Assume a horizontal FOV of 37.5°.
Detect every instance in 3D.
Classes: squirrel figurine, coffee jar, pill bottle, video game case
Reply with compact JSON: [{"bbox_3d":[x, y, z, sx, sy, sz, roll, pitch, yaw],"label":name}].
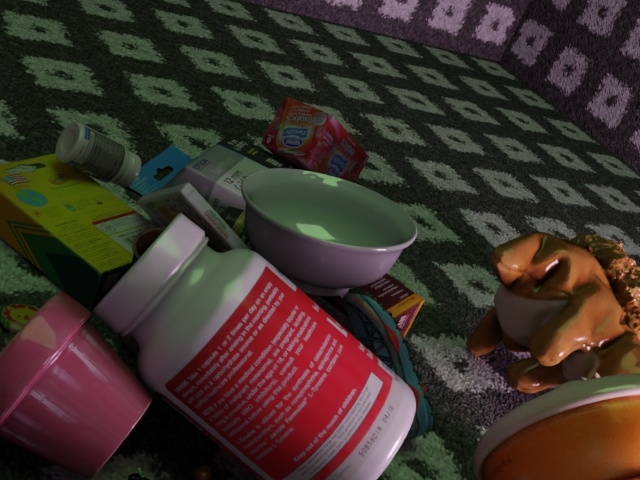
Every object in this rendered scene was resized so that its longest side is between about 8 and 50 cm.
[{"bbox_3d":[0.527,0.171,1.741,0.397,0.281,0.370,-19,48,-34],"label":"squirrel figurine"},{"bbox_3d":[-0.114,0.013,1.768,0.184,0.096,0.079,26,25,4],"label":"coffee jar"},{"bbox_3d":[-0.393,-0.149,1.676,0.137,0.078,0.078,27,19,-41],"label":"pill bottle"},{"bbox_3d":[-0.090,0.161,1.256,0.408,0.229,0.229,42,25,-9],"label":"pill bottle"},{"bbox_3d":[-0.196,-0.005,1.567,0.206,0.026,0.227,49,-23,-18],"label":"video game case"}]

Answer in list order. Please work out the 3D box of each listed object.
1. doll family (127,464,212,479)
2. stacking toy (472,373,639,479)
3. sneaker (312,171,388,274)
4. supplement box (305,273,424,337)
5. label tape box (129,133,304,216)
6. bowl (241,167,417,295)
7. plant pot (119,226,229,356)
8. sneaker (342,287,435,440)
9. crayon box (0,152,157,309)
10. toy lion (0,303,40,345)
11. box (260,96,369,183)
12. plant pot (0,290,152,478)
[{"bbox_3d":[-0.194,0.330,1.163,0.193,0.076,0.111,15,23,-28],"label":"doll family"},{"bbox_3d":[0.432,0.457,1.298,0.351,0.350,0.479,9,50,-28],"label":"stacking toy"},{"bbox_3d":[0.030,-0.004,1.800,0.292,0.110,0.118,55,35,-21],"label":"sneaker"},{"bbox_3d":[0.041,0.124,1.658,0.194,0.129,0.191,35,29,20],"label":"supplement box"},{"bbox_3d":[-0.190,-0.118,1.924,0.348,0.115,0.249,29,27,4],"label":"label tape box"},{"bbox_3d":[0.000,0.000,1.543,0.298,0.134,0.298,13,23,-6],"label":"bowl"},{"bbox_3d":[-0.227,0.092,1.450,0.167,0.165,0.167,17,26,-9],"label":"plant pot"},{"bbox_3d":[0.082,0.203,1.463,0.125,0.261,0.104,-25,5,-14],"label":"sneaker"},{"bbox_3d":[-0.420,-0.026,1.598,0.319,0.081,0.202,36,29,20],"label":"crayon box"},{"bbox_3d":[-0.421,0.126,1.386,0.100,0.034,0.096,16,20,-17],"label":"toy lion"},{"bbox_3d":[-0.007,-0.199,2.081,0.128,0.122,0.257,28,-4,26],"label":"box"},{"bbox_3d":[-0.321,0.193,1.186,0.180,0.201,0.201,39,26,-5],"label":"plant pot"}]
